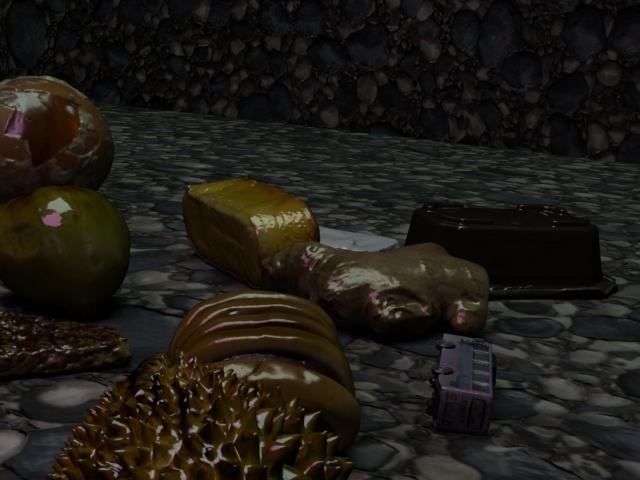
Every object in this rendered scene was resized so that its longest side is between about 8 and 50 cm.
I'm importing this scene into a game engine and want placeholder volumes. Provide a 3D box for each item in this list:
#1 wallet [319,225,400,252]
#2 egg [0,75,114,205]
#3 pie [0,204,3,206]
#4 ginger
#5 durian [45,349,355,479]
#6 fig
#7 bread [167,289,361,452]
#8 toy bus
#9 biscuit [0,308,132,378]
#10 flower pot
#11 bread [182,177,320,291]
[{"bbox_3d":[0.000,0.000,1.282,0.183,0.032,0.124,9,11,30],"label":"wallet"},{"bbox_3d":[-0.389,-0.130,1.418,0.195,0.195,0.233,14,3,41],"label":"egg"},{"bbox_3d":[-0.475,-0.006,1.130,0.274,0.055,0.274,1,17,0],"label":"pie"},{"bbox_3d":[0.052,0.044,0.978,0.213,0.074,0.137,8,19,-10],"label":"ginger"},{"bbox_3d":[-0.054,0.127,0.392,0.137,0.168,0.158,9,-8,-34],"label":"durian"},{"bbox_3d":[-0.249,0.004,0.978,0.136,0.120,0.153,-7,15,-22],"label":"fig"},{"bbox_3d":[-0.044,0.087,0.735,0.134,0.081,0.225,0,13,-8],"label":"bread"},{"bbox_3d":[0.110,0.107,0.786,0.052,0.037,0.130,7,13,8],"label":"toy bus"},{"bbox_3d":[-0.282,0.083,0.825,0.237,0.026,0.131,-4,16,-28],"label":"biscuit"},{"bbox_3d":[0.211,0.005,1.185,0.251,0.084,0.179,0,12,-12],"label":"flower pot"},{"bbox_3d":[-0.076,-0.008,1.145,0.094,0.102,0.245,-10,15,-25],"label":"bread"}]
